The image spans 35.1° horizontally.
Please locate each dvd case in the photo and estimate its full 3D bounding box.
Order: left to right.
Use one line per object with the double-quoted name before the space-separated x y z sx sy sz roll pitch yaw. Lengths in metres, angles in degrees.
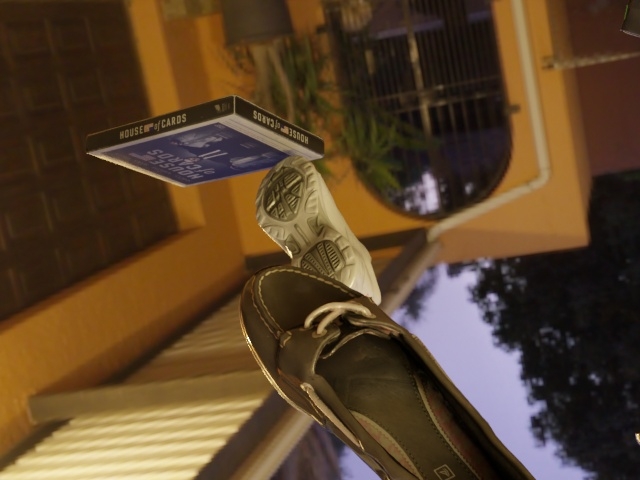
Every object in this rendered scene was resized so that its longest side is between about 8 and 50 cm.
"dvd case" -0.142 -0.117 1.252 0.238 0.030 0.179 -10 163 34

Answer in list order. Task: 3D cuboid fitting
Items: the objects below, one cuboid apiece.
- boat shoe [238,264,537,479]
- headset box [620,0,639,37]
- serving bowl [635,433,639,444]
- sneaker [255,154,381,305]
"boat shoe" 0.055 0.114 0.741 0.112 0.096 0.335 -23 -125 -29
"headset box" 0.406 -0.326 0.934 0.131 0.283 0.246 23 -138 26
"serving bowl" 0.512 0.300 1.502 0.083 0.027 0.083 0 169 0
"sneaker" 0.000 0.000 1.184 0.090 0.232 0.115 -34 142 13
